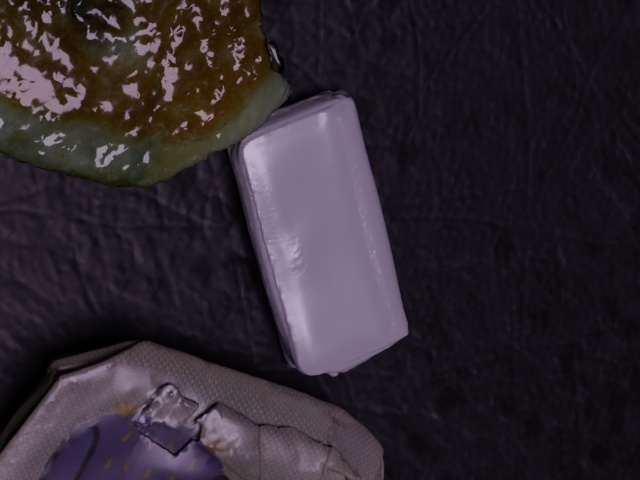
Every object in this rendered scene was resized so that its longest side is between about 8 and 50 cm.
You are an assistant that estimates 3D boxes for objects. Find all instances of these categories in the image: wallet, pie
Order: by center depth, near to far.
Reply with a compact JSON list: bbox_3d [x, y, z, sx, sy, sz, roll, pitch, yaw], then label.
[{"bbox_3d":[-0.120,-0.174,1.150,0.302,0.067,0.302,-8,108,-26],"label":"pie"},{"bbox_3d":[-0.097,0.211,1.279,0.335,0.068,0.275,21,97,-30],"label":"wallet"},{"bbox_3d":[0.000,0.000,1.287,0.095,0.033,0.190,-21,114,-20],"label":"wallet"}]
